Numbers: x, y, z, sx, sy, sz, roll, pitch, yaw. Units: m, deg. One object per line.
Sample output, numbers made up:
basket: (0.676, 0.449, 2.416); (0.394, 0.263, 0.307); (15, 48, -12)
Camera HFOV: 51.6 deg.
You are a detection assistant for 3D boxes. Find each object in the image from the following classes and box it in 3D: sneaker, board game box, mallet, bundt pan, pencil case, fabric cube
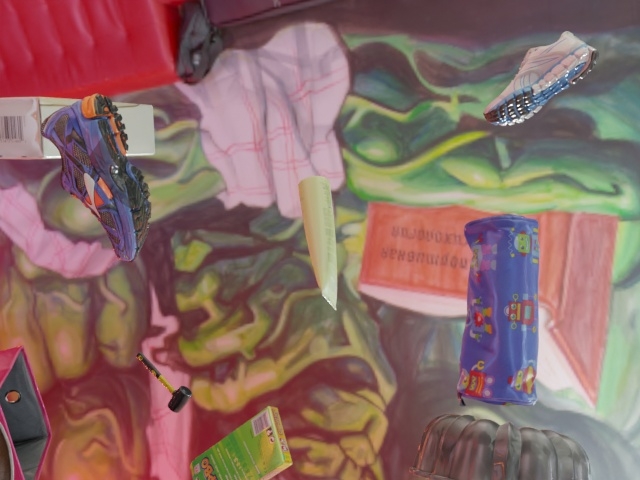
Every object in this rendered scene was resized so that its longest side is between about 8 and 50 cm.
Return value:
sneaker: (0.338, -0.260, 1.058); (0.190, 0.083, 0.071); (-34, 148, 11)
board game box: (-0.171, 0.461, 1.368); (0.259, 0.124, 0.039); (-38, 140, 22)
mallet: (-0.400, 0.353, 1.648); (0.189, 0.062, 0.039); (32, -172, 25)
sneaker: (-0.268, -0.070, 0.810); (0.087, 0.221, 0.083); (-6, -150, 7)
bundt pan: (0.335, 0.398, 1.219); (0.330, 0.124, 0.331); (10, 165, 3)
pencil case: (0.284, 0.112, 1.062); (0.119, 0.306, 0.133); (6, 174, -22)
fabric cube: (-0.763, 0.415, 1.431); (0.258, 0.254, 0.259); (-13, -163, -8)

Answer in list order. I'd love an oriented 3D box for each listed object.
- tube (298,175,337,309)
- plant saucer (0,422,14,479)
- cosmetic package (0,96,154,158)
tube: (0.000, 0.000, 1.193); (0.070, 0.240, 0.062); (8, 151, -33)
plant saucer: (-0.548, 0.317, 0.818); (0.310, 0.311, 0.050); (-6, 180, -41)
cosmetic package: (-0.489, -0.220, 1.312); (0.160, 0.113, 0.309); (4, -170, 23)
